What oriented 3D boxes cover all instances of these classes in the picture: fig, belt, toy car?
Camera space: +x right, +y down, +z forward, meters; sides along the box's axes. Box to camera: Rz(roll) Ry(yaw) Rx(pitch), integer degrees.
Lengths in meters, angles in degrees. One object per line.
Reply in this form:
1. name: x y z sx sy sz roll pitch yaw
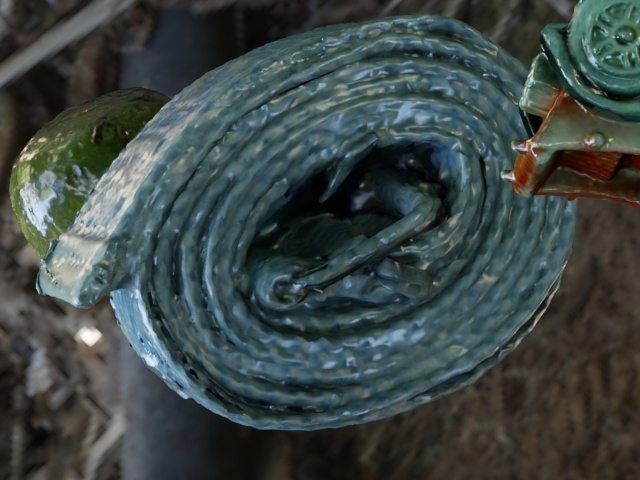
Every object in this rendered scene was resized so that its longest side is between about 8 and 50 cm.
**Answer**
1. fig: -0.110 -0.010 1.149 0.123 0.123 0.156 -3 119 44
2. belt: 0.007 -0.005 0.681 0.148 0.163 0.082 39 171 -14
3. toy car: 0.121 -0.020 0.506 0.143 0.054 0.073 19 165 3
